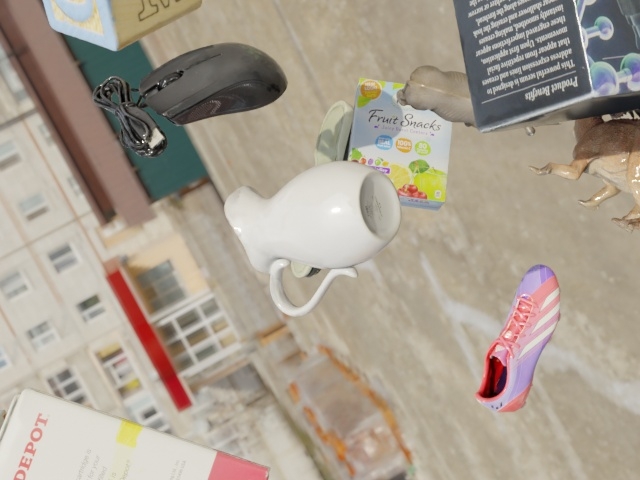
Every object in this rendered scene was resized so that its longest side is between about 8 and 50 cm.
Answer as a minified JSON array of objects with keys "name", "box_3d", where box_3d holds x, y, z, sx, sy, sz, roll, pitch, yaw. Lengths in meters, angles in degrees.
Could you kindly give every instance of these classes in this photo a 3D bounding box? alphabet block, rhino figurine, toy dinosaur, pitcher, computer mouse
[{"name":"alphabet block","box_3d":[-0.339,-0.453,1.828,0.192,0.197,0.193,25,137,36]},{"name":"rhino figurine","box_3d":[0.233,-0.199,1.618,0.106,0.243,0.073,-36,-39,-87]},{"name":"toy dinosaur","box_3d":[0.429,-0.128,1.528,0.296,0.200,0.127,35,-174,30]},{"name":"pitcher","box_3d":[0.000,0.000,1.335,0.207,0.125,0.177,-12,103,40]},{"name":"computer mouse","box_3d":[-0.171,-0.221,1.563,0.188,0.272,0.072,48,149,41]}]

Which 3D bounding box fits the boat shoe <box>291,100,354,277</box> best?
[{"name":"boat shoe","box_3d":[0.036,-0.084,2.075,0.127,0.113,0.340,-11,64,59]}]

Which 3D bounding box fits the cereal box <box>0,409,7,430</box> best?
[{"name":"cereal box","box_3d":[-0.642,0.380,1.896,0.240,0.173,0.047,-82,-29,-76]}]

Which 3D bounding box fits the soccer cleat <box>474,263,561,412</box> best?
[{"name":"soccer cleat","box_3d":[0.315,0.155,1.768,0.095,0.248,0.083,16,-179,-44]}]

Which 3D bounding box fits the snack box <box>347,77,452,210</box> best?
[{"name":"snack box","box_3d":[0.138,-0.168,1.942,0.070,0.174,0.207,110,166,-75]}]

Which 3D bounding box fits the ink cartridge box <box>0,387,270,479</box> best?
[{"name":"ink cartridge box","box_3d":[-0.297,0.408,1.626,0.385,0.279,0.160,19,167,1]}]

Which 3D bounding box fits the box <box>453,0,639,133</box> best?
[{"name":"box","box_3d":[0.314,-0.344,1.252,0.212,0.293,0.395,-11,90,63]}]
